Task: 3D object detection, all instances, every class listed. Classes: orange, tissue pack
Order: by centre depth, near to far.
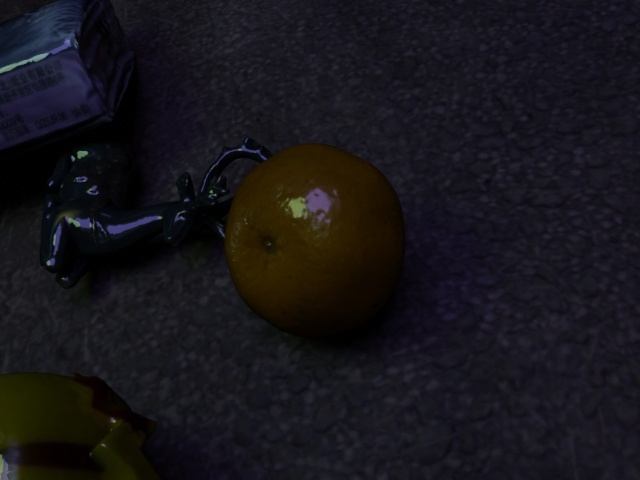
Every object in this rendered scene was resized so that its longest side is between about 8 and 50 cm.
[{"bbox_3d":[0.000,0.000,0.607,0.159,0.159,0.136,28,22,32],"label":"orange"},{"bbox_3d":[-0.398,-0.159,0.828,0.361,0.122,0.259,-19,32,1],"label":"tissue pack"}]

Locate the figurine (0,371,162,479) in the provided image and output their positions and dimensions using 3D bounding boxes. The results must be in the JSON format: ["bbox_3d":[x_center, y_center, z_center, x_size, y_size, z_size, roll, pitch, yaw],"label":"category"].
[{"bbox_3d":[-0.161,0.230,0.468,0.169,0.218,0.326,-45,49,35],"label":"figurine"}]

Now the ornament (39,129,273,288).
[{"bbox_3d":[-0.147,-0.059,0.738,0.236,0.080,0.202,-14,46,9],"label":"ornament"}]
